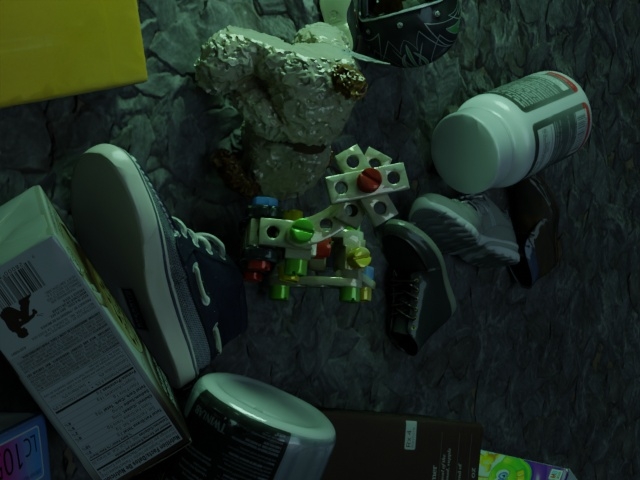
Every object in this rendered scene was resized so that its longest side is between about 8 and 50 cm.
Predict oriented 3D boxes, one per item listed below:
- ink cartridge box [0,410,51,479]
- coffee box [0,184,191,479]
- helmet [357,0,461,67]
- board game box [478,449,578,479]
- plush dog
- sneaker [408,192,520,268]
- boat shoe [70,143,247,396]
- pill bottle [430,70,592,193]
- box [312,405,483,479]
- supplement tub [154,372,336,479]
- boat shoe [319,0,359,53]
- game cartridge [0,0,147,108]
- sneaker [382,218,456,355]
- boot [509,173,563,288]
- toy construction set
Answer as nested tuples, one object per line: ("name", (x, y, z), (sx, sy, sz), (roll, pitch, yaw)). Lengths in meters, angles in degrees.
("ink cartridge box", (-0.391, 0.395, 1.145), (0.270, 0.151, 0.396), (-23, 113, -66))
("coffee box", (-0.274, 0.109, 1.260), (0.118, 0.168, 0.297), (-31, 118, -6))
("helmet", (0.132, -0.337, 1.700), (0.169, 0.169, 0.162), (12, 66, -47))
("board game box", (0.280, 0.436, 1.837), (0.144, 0.275, 0.142), (51, 57, -37))
("plush dog", (-0.034, -0.156, 1.541), (0.262, 0.210, 0.225), (-14, 130, -44))
("sneaker", (0.234, -0.036, 1.903), (0.281, 0.105, 0.115), (24, 59, -51))
("boat shoe", (-0.192, 0.015, 1.418), (0.158, 0.127, 0.341), (-40, 130, -43))
("pill bottle", (0.320, -0.181, 1.919), (0.283, 0.161, 0.161), (-24, 110, -43))
("box", (0.060, 0.342, 1.657), (0.381, 0.143, 0.191), (10, 82, -38))
("supplement tub", (-0.121, 0.342, 1.423), (0.193, 0.193, 0.316), (16, 99, -47))
("boat shoe", (0.029, -0.333, 1.680), (0.042, 0.048, 0.133), (-13, 96, -75))
("game cartridge", (-0.351, -0.294, 1.270), (0.323, 0.052, 0.285), (-18, 106, -43))
("sneaker", (0.141, 0.077, 1.801), (0.118, 0.083, 0.222), (-52, 129, -31))
("boot", (0.377, -0.019, 2.052), (0.106, 0.082, 0.219), (-47, 127, -38))
("toy construction set", (0.000, 0.000, 1.507), (0.215, 0.328, 0.151), (6, 65, -8))
